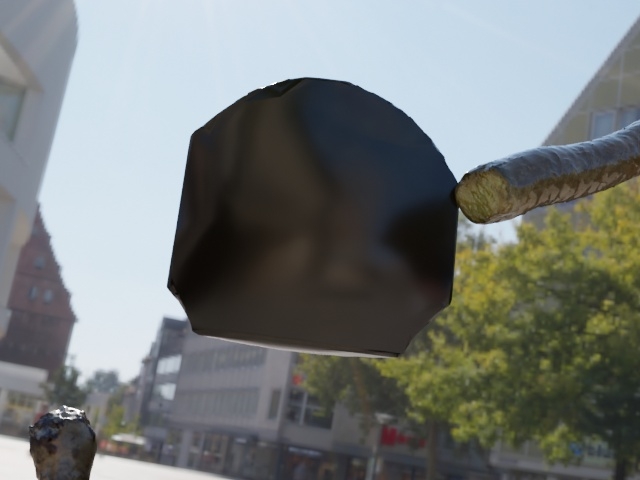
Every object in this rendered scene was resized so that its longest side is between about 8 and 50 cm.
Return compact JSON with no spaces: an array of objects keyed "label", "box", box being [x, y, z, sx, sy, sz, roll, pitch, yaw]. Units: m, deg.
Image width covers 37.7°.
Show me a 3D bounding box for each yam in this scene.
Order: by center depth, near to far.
[{"label":"yam","box":[0.306,-0.089,1.111,0.356,0.081,0.081,-19,5,-36]}]

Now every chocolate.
[{"label":"chocolate","box":[0.000,0.000,1.163,0.314,0.326,0.297,4,-18,2]}]

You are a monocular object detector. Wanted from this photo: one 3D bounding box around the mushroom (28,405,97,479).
[{"label":"mushroom","box":[-0.158,0.205,0.576,0.148,0.217,0.227,-1,-57,-7]}]
